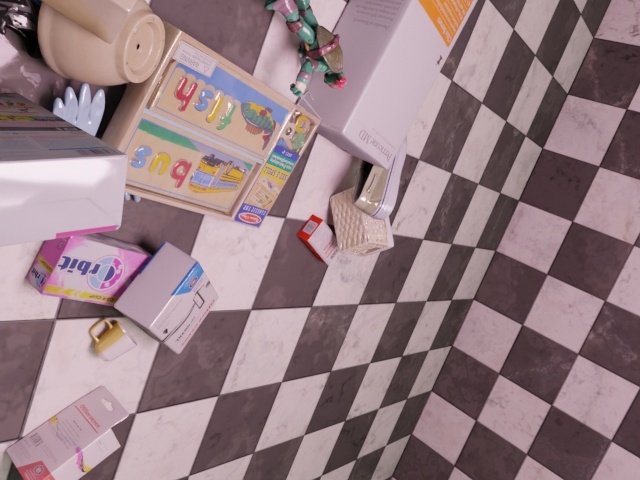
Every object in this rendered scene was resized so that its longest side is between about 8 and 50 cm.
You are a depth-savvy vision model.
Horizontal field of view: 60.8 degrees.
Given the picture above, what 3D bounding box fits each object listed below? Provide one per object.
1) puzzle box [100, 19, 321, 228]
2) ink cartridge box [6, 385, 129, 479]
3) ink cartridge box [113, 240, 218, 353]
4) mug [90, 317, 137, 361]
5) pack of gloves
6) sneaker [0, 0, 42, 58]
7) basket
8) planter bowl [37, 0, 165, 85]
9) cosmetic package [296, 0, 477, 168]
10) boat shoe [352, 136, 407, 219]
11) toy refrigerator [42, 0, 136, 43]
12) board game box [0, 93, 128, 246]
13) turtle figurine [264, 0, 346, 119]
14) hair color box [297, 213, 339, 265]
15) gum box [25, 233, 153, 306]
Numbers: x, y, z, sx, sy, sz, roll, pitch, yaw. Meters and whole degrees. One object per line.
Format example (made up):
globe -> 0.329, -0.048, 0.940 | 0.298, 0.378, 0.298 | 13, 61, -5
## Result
puzzle box -> -0.186, -0.177, 0.994 | 0.409, 0.052, 0.272 | 15, 110, -57
ink cartridge box -> -0.468, 0.383, 1.040 | 0.198, 0.115, 0.067 | -35, 137, -32
ink cartridge box -> -0.284, 0.116, 1.044 | 0.148, 0.085, 0.203 | -57, 166, -19
mug -> -0.404, 0.194, 1.054 | 0.064, 0.078, 0.062 | -40, 173, -14
pack of gloves -> -0.348, -0.157, 0.894 | 0.195, 0.046, 0.232 | -21, 138, -45
sneaker -> -0.404, -0.305, 0.682 | 0.078, 0.067, 0.188 | -59, 149, -14
basket -> 0.103, -0.050, 1.404 | 0.103, 0.113, 0.167 | 3, 72, -48
planter bowl -> -0.286, -0.284, 0.754 | 0.162, 0.109, 0.162 | 24, 90, -84
cosmetic package -> 0.151, -0.419, 1.222 | 0.230, 0.161, 0.453 | 23, 96, -55
boat shoe -> 0.147, -0.196, 1.358 | 0.094, 0.109, 0.302 | 25, 55, -23
toy refrigerator -> -0.329, -0.352, 0.608 | 0.269, 0.094, 0.102 | 30, 65, -28
board game box -> -0.402, -0.095, 0.624 | 0.224, 0.303, 0.098 | -12, 123, -47
turtle figurine -> -0.017, -0.366, 1.050 | 0.175, 0.118, 0.234 | -86, 153, -55
hair color box -> 0.000, 0.000, 1.427 | 0.072, 0.043, 0.141 | -53, 143, -12
gum box -> -0.389, 0.048, 0.951 | 0.188, 0.062, 0.107 | 24, 94, -56
